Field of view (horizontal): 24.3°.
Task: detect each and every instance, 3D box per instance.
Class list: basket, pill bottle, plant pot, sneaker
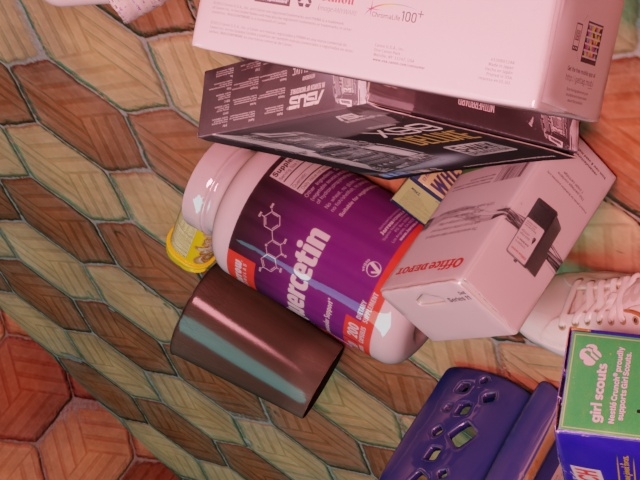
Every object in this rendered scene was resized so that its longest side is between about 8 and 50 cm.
[{"bbox_3d":[-0.092,0.158,2.242,0.227,0.154,0.204,30,157,6],"label":"basket"},{"bbox_3d":[0.000,0.000,1.763,0.323,0.181,0.181,29,156,18],"label":"pill bottle"},{"bbox_3d":[0.252,0.323,1.965,0.212,0.236,0.236,-5,133,50],"label":"plant pot"},{"bbox_3d":[0.322,0.062,1.528,0.290,0.106,0.123,5,150,33],"label":"sneaker"}]

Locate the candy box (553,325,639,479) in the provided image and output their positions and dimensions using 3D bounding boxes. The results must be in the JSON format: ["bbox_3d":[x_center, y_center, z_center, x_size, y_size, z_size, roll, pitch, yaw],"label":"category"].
[{"bbox_3d":[0.405,0.207,1.487,0.317,0.122,0.268,4,153,16],"label":"candy box"}]

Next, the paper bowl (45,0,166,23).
[{"bbox_3d":[-0.234,-0.331,1.363,0.284,0.148,0.284,61,-179,-3],"label":"paper bowl"}]

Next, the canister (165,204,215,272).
[{"bbox_3d":[-0.140,-0.041,1.959,0.073,0.126,0.170,36,155,2],"label":"canister"}]

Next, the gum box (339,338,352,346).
[{"bbox_3d":[0.021,0.063,2.003,0.107,0.062,0.188,32,156,11],"label":"gum box"}]

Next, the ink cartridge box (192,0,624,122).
[{"bbox_3d":[0.080,-0.252,1.145,0.309,0.272,0.130,15,-173,31],"label":"ink cartridge box"}]

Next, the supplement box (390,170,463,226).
[{"bbox_3d":[0.135,-0.053,1.634,0.083,0.056,0.083,37,157,0],"label":"supplement box"}]

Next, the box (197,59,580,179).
[{"bbox_3d":[0.060,-0.125,1.432,0.242,0.076,0.307,10,172,-33],"label":"box"}]

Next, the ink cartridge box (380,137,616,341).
[{"bbox_3d":[0.175,-0.005,1.473,0.087,0.208,0.153,44,156,-17],"label":"ink cartridge box"}]
